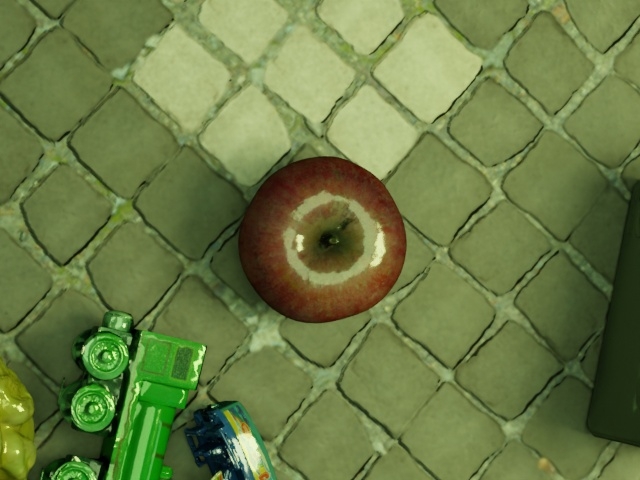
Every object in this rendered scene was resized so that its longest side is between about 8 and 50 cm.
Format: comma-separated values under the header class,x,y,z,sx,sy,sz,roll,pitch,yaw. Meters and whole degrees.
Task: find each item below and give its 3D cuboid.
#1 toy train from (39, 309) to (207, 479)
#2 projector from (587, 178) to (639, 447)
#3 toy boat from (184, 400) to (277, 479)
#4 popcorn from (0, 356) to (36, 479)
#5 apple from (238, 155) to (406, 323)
class,x,y,z,sx,sy,sz,roll,pitch,yaw
toy train,-0.186,0.192,1.551,0.119,0.085,0.251,14,85,-17
projector,0.337,0.068,1.568,0.099,0.192,0.257,12,86,-6
toy boat,-0.092,0.241,1.554,0.110,0.091,0.175,-25,97,-27
popcorn,-0.373,0.163,1.464,0.250,0.235,0.242,-10,131,-19
apple,0.000,0.000,1.562,0.153,0.120,0.153,0,92,-4
